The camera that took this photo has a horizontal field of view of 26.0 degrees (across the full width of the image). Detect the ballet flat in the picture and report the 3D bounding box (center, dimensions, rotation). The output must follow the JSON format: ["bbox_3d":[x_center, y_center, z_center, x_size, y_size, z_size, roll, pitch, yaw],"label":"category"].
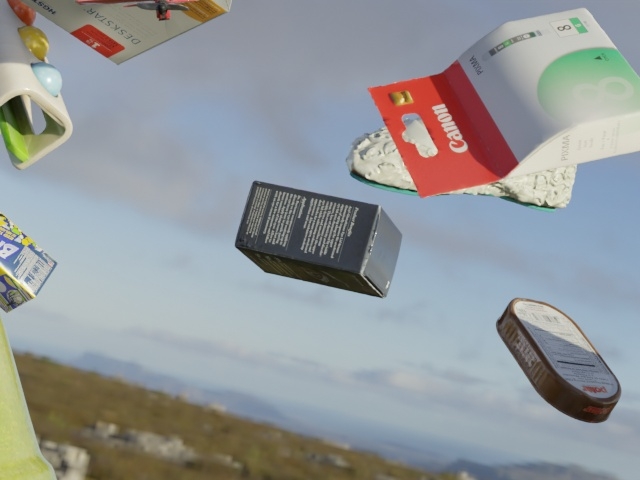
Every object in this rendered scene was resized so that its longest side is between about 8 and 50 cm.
[{"bbox_3d":[0.224,-0.138,2.100,0.409,0.147,0.147,6,-1,-31],"label":"ballet flat"}]

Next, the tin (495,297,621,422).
[{"bbox_3d":[0.272,0.133,1.586,0.106,0.040,0.189,6,34,-29],"label":"tin"}]

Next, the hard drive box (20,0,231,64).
[{"bbox_3d":[-0.252,-0.344,1.826,0.232,0.089,0.181,-17,-37,42],"label":"hard drive box"}]

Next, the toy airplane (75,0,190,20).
[{"bbox_3d":[-0.144,-0.214,1.233,0.151,0.028,0.151,-4,17,1],"label":"toy airplane"}]

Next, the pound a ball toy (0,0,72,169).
[{"bbox_3d":[-0.427,-0.247,1.975,0.208,0.136,0.319,44,15,-50],"label":"pound a ball toy"}]

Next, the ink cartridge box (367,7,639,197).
[{"bbox_3d":[0.173,-0.132,1.275,0.225,0.056,0.181,-11,41,-9],"label":"ink cartridge box"}]

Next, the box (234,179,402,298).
[{"bbox_3d":[0.000,0.000,2.048,0.207,0.108,0.153,12,-13,18],"label":"box"}]

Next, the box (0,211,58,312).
[{"bbox_3d":[-0.356,-0.005,1.416,0.059,0.054,0.169,-25,-62,41],"label":"box"}]

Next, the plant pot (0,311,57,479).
[{"bbox_3d":[-0.331,0.113,1.023,0.276,0.254,0.276,-9,-4,-1],"label":"plant pot"}]
